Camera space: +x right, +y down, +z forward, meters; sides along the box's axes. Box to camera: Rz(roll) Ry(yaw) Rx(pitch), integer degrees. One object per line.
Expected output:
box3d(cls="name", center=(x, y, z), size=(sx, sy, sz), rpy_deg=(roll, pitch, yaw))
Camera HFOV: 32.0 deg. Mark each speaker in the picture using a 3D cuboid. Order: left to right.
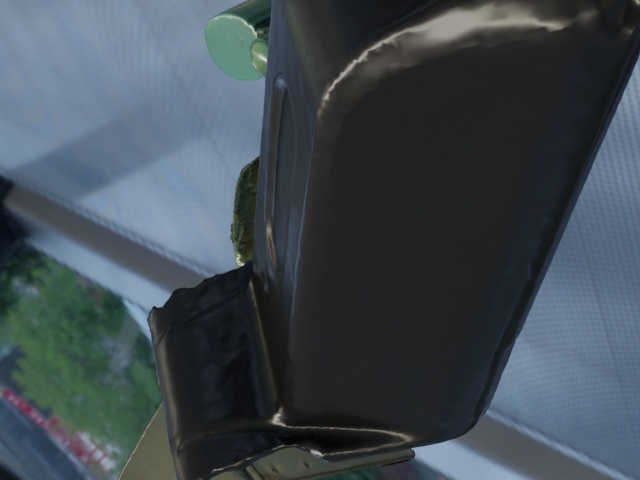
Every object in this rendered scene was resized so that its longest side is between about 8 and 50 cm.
box3d(cls="speaker", center=(0.008, -0.025, 0.592), size=(0.388, 0.184, 0.180), rpy_deg=(100, 158, -49))

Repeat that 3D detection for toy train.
box3d(cls="toy train", center=(0.010, -0.215, 1.049), size=(0.159, 0.248, 0.101), rpy_deg=(14, 127, 46))

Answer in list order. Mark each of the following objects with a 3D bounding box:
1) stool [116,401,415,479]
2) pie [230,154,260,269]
box3d(cls="stool", center=(-0.078, 0.289, 1.281), size=(0.270, 0.243, 0.170), rpy_deg=(2, -144, -49))
box3d(cls="pie", center=(0.000, 0.000, 0.993), size=(0.187, 0.187, 0.041), rpy_deg=(46, 142, -4))
